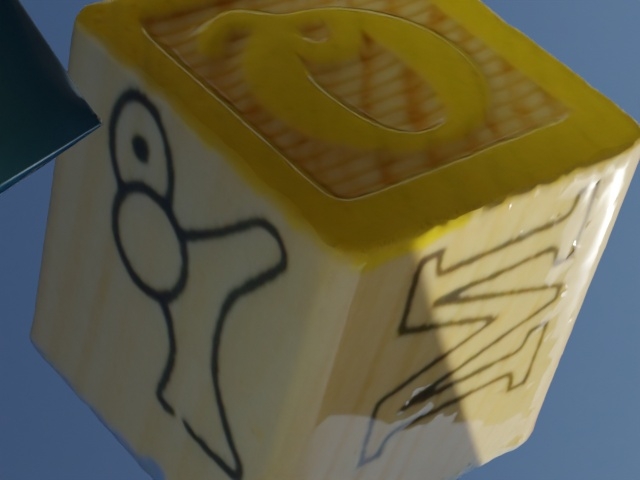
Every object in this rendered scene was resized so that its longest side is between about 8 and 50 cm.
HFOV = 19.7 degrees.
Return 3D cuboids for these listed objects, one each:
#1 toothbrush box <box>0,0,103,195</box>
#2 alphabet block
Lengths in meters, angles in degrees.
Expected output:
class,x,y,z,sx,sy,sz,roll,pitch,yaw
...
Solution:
class,x,y,z,sx,sy,sz,roll,pitch,yaw
toothbrush box,-0.241,-0.048,0.540,0.216,0.126,0.295,57,-143,-5
alphabet block,0.000,0.000,0.852,0.193,0.197,0.192,-23,-127,-38
